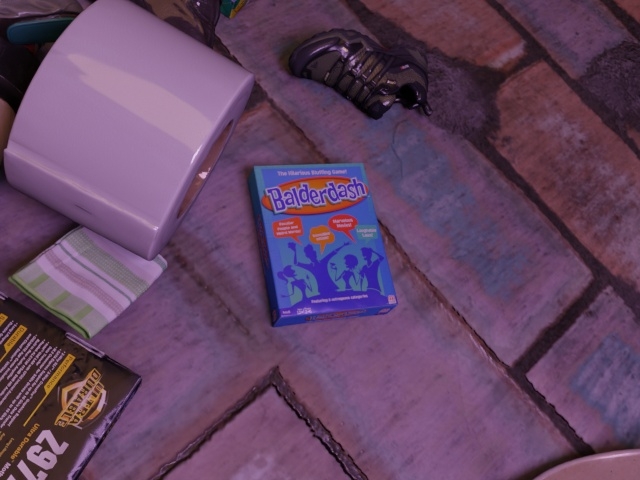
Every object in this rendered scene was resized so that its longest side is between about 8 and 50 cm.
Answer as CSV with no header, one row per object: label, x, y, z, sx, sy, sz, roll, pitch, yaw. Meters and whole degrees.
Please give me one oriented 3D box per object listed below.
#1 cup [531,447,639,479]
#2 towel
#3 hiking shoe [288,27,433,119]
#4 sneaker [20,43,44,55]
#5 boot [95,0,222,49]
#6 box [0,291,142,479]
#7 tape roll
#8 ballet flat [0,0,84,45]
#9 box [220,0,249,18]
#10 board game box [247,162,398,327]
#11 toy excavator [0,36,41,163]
cup,0.379,0.400,0.661,0.331,0.331,0.237,-13,97,-22
towel,-0.255,0.034,0.724,0.113,0.023,0.152,35,35,0
hiking shoe,0.066,-0.241,0.948,0.227,0.086,0.114,0,63,-18
sneaker,-0.444,-0.268,0.814,0.161,0.057,0.075,20,57,-11
boot,-0.248,-0.277,0.868,0.263,0.091,0.229,6,73,-7
box,-0.372,0.207,0.614,0.257,0.079,0.322,32,61,-4
tape roll,-0.203,-0.121,0.714,0.169,0.246,0.246,29,61,-8
ballet flat,-0.395,-0.266,0.773,0.213,0.072,0.068,-21,76,-30
box,-0.128,-0.437,1.000,0.105,0.043,0.179,35,60,-1
board game box,0.000,0.000,0.841,0.160,0.047,0.210,-5,68,-19
toy excavator,-0.591,-0.144,0.634,0.433,0.445,0.222,41,48,-48
